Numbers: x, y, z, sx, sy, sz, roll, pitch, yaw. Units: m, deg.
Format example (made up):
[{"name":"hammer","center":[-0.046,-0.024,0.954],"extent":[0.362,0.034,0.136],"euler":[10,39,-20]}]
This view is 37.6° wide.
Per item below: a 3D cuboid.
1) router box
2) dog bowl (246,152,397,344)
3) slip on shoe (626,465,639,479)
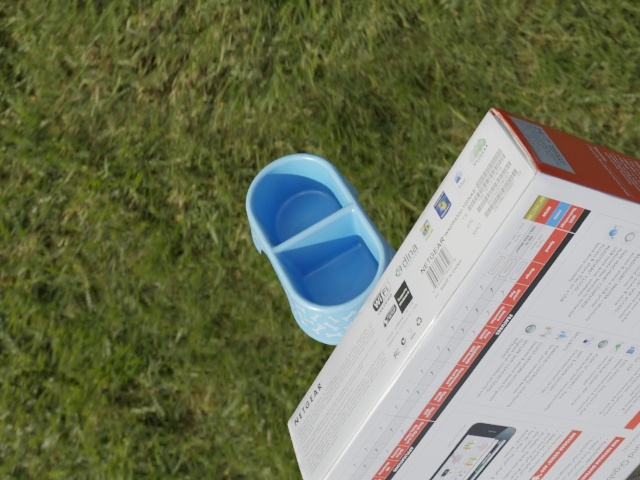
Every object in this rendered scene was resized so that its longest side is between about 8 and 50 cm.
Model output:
[{"name":"router box","center":[0.180,0.089,0.763],"extent":[0.301,0.082,0.335],"euler":[14,122,-28]},{"name":"dog bowl","center":[0.000,0.000,1.270],"extent":[0.166,0.297,0.074],"euler":[-30,147,-1]},{"name":"slip on shoe","center":[0.618,0.473,1.875],"extent":[0.041,0.135,0.051],"euler":[25,141,15]}]
